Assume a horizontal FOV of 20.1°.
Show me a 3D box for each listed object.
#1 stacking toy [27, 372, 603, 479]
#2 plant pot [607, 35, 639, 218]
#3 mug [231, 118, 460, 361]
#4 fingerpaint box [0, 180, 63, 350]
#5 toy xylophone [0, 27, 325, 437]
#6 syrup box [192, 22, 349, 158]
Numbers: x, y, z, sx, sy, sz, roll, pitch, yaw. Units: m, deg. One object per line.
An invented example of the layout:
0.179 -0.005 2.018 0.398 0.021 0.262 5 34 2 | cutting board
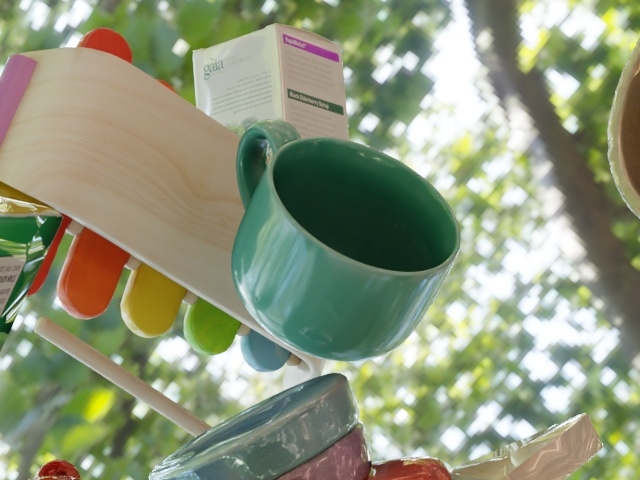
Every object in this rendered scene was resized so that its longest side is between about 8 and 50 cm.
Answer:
-0.028 0.131 0.958 0.309 0.279 0.130 -30 -86 -54 | stacking toy
0.430 -0.058 1.283 0.305 0.334 0.333 38 -155 -29 | plant pot
0.009 0.005 1.135 0.129 0.097 0.157 14 -145 -17 | mug
-0.352 -0.020 0.675 0.371 0.163 0.445 27 -175 7 | fingerpaint box
-0.101 0.011 1.221 0.323 0.081 0.236 42 -123 -27 | toy xylophone
-0.035 -0.049 1.480 0.096 0.093 0.236 14 -113 -52 | syrup box
